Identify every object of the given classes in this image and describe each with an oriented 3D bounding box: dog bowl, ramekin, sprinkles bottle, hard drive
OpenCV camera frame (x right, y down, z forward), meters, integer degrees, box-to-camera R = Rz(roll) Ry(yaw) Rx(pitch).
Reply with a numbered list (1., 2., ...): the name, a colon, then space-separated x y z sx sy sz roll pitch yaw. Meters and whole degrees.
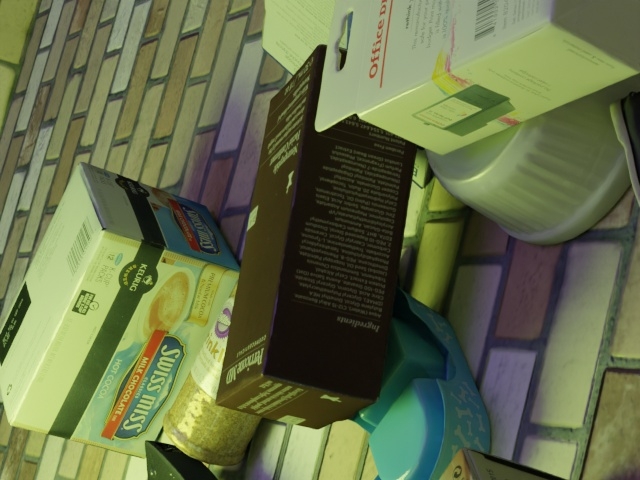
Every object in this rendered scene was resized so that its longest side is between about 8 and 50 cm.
1. dog bowl: 0.097 0.178 1.727 0.166 0.074 0.297 -57 29 27
2. ramekin: 0.217 -0.139 1.647 0.273 0.127 0.273 -42 38 45
3. sprinkles bottle: -0.078 0.117 2.053 0.355 0.121 0.121 -62 27 18
4. hard drive: -0.161 0.366 2.052 0.254 0.054 0.172 -149 53 -62

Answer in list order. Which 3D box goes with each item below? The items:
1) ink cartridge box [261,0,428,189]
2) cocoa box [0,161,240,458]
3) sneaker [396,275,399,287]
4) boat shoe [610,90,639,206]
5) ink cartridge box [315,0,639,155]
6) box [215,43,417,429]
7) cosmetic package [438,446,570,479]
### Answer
1. ink cartridge box: 0.051 -0.256 1.867 0.303 0.072 0.307 43 156 24
2. cocoa box: -0.308 0.106 2.383 0.347 0.228 0.231 -62 28 17
3. sneaker: 0.055 0.085 1.895 0.059 0.053 0.144 -24 51 59
4. boat shoe: 0.321 -0.060 1.456 0.065 0.075 0.206 -28 50 22
5. ink cartridge box: 0.151 -0.216 1.541 0.353 0.119 0.207 -20 55 52
6. box: 0.000 0.000 1.765 0.191 0.143 0.381 141 140 -65
7. cosmetic package: 0.129 0.351 1.462 0.296 0.153 0.129 -58 27 22
